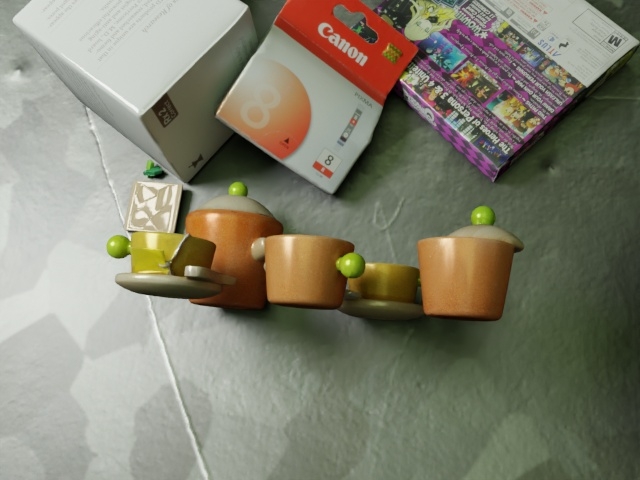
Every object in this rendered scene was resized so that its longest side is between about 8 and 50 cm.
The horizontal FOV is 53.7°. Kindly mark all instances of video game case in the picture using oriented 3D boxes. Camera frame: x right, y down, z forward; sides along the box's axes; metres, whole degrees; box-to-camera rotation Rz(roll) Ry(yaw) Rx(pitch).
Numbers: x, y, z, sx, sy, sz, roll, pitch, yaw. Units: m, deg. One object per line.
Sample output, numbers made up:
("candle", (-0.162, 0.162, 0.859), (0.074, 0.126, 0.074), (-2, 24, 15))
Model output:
("video game case", (0.181, -0.212, 0.686), (0.210, 0.042, 0.232), (-41, 73, -7))

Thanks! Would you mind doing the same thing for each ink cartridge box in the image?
("ink cartridge box", (0.002, -0.157, 0.630), (0.145, 0.045, 0.179), (33, 98, -19))

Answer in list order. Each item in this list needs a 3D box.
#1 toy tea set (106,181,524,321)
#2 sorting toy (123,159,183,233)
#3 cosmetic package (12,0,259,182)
("toy tea set", (0.000, 0.000, 0.556), (0.335, 0.200, 0.124), (3, 80, 7))
("sorting toy", (-0.178, -0.048, 0.686), (0.062, 0.012, 0.083), (4, 76, 12))
("cosmetic package", (-0.174, -0.190, 0.659), (0.183, 0.151, 0.151), (37, 78, 15))
